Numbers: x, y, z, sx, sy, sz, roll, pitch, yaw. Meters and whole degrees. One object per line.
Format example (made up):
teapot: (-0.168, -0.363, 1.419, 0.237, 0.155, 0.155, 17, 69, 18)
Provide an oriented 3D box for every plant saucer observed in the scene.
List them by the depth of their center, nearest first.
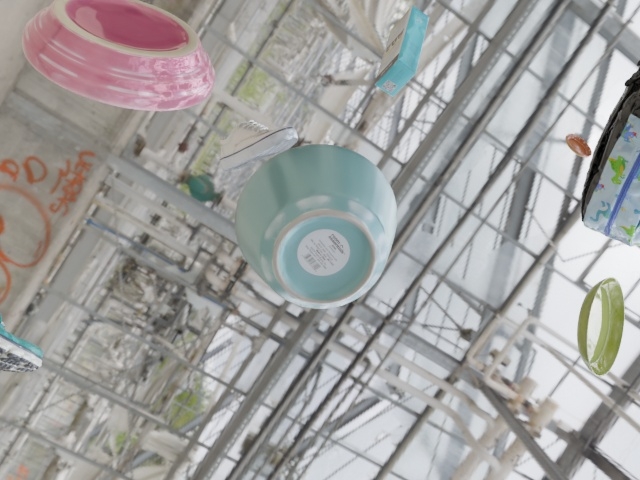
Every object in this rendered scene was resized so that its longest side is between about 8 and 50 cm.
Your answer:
plant saucer: (-0.347, -0.351, 1.090, 0.332, 0.333, 0.084, -79, -170, -54)
plant saucer: (0.671, 0.205, 1.468, 0.037, 0.241, 0.240, 6, -119, 44)
plant saucer: (0.696, -0.255, 1.650, 0.013, 0.084, 0.083, -54, -167, 45)

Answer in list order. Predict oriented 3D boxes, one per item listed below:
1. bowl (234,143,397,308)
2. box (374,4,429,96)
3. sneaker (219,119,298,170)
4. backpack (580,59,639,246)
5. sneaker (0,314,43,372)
bowl: (0.000, 0.000, 1.095, 0.311, 0.312, 0.163, -53, -160, 18)
box: (0.213, -0.492, 1.575, 0.100, 0.060, 0.244, -40, -153, 50)
sneaker: (-0.152, -0.222, 1.350, 0.094, 0.091, 0.258, -19, -175, -43)
backpack: (0.662, -0.153, 1.232, 0.290, 0.274, 0.355, -44, 163, -47)
sneaker: (-0.477, 0.086, 0.821, 0.107, 0.275, 0.109, -15, -140, 29)
